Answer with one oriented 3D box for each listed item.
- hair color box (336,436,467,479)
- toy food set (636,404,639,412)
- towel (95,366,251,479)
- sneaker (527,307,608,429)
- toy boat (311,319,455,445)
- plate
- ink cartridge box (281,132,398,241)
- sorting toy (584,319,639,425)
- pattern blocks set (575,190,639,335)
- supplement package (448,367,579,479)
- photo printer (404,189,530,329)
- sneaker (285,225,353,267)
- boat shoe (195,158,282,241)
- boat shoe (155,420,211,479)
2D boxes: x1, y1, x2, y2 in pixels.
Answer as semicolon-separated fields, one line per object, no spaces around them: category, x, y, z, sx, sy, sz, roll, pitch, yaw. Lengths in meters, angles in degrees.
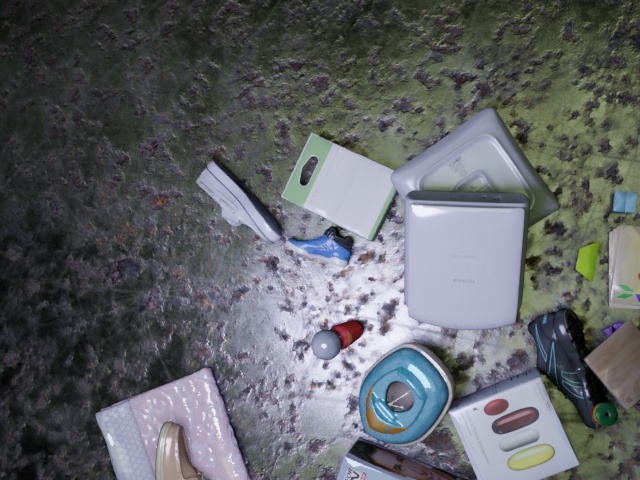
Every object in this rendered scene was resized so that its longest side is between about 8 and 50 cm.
hair color box;0.223;0.557;1.617;0.374;0.185;0.113;19;92;12
toy food set;0.708;0.337;1.609;0.078;0.019;0.122;-8;86;11
towel;-0.349;0.508;1.810;0.317;0.053;0.332;-21;84;10
sneaker;0.532;0.275;1.626;0.106;0.101;0.267;-20;90;40
toy boat;0.122;0.302;1.648;0.318;0.148;0.267;43;124;20
plate;0.339;-0.107;1.667;0.277;0.045;0.278;-35;93;9
ink cartridge box;0.052;-0.122;1.748;0.235;0.056;0.171;26;93;12
sorting toy;0.636;0.252;1.577;0.274;0.046;0.132;-38;85;-12
pattern blocks set;0.693;0.063;1.618;0.285;0.026;0.325;16;93;11
supplement package;0.406;0.403;1.604;0.203;0.149;0.194;-25;83;11
photo printer;0.305;0.049;1.618;0.256;0.107;0.307;3;114;10
sneaker;0.000;0.000;1.751;0.152;0.058;0.084;19;97;8
boat shoe;-0.194;-0.077;1.789;0.084;0.095;0.258;-46;69;11
boat shoe;-0.293;0.569;1.717;0.110;0.121;0.341;-7;98;8
